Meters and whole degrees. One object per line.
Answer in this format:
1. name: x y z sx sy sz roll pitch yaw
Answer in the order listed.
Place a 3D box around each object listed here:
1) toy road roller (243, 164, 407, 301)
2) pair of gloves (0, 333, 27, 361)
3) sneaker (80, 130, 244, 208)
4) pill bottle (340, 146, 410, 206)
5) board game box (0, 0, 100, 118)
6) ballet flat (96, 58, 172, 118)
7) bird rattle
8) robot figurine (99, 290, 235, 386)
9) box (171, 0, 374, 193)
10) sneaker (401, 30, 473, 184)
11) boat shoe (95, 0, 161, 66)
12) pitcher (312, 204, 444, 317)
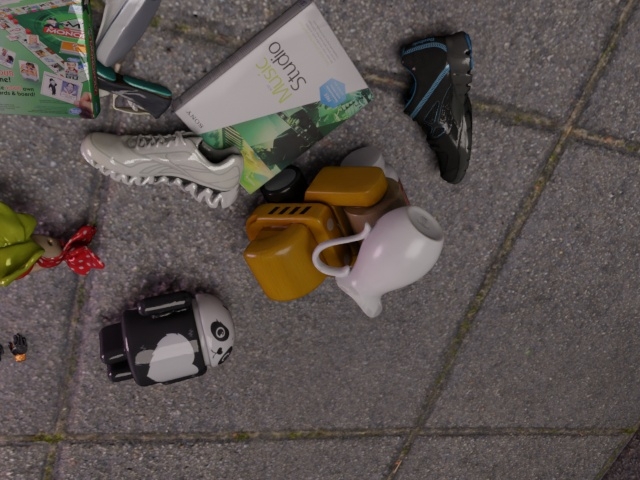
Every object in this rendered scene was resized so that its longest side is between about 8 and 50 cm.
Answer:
1. toy road roller: 0.000 0.000 1.205 0.240 0.330 0.202 -59 138 -36
2. pair of gloves: -0.668 0.231 1.297 0.083 0.010 0.074 -2 121 -20
3. sneaker: -0.280 -0.156 1.116 0.292 0.110 0.118 13 131 -19
4. pill bottle: 0.124 -0.091 1.322 0.121 0.121 0.216 -29 126 -1
5. board game box: -0.518 -0.305 0.950 0.318 0.046 0.213 3 120 -6
6. ballet flat: -0.361 -0.265 1.064 0.203 0.074 0.074 19 112 -32
7. bird rattle: -0.540 0.017 1.123 0.207 0.253 0.143 -17 86 15
8. robot figurine: -0.323 0.214 1.312 0.278 0.173 0.209 -13 168 -13
9. box: -0.085 -0.268 1.171 0.322 0.058 0.232 -37 126 6
10. sneaker: 0.248 -0.269 1.281 0.140 0.125 0.340 -2 129 13
11. boat shoe: -0.309 -0.409 0.991 0.084 0.095 0.258 34 103 -5
12. pitcher: 0.100 0.021 1.089 0.178 0.125 0.207 32 125 -14
